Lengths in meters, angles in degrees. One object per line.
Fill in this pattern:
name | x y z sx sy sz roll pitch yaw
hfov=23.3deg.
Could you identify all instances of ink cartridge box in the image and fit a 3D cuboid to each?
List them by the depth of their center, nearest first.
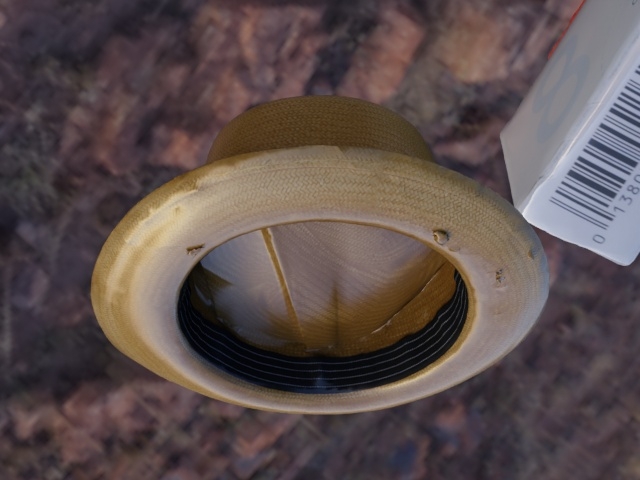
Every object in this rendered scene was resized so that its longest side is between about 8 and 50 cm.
ink cartridge box | 0.227 -0.200 1.060 0.308 0.091 0.385 -60 -167 23

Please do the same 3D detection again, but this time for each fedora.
fedora | 0.000 0.000 0.627 0.194 0.079 0.194 0 147 0
